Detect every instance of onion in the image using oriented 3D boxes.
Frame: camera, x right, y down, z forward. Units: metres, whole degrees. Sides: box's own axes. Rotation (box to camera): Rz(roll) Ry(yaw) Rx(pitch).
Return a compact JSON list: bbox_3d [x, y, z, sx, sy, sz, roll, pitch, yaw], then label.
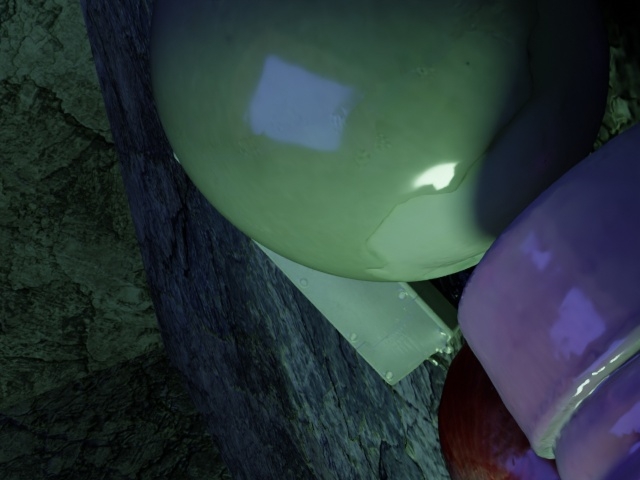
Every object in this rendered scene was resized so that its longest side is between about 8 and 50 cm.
[{"bbox_3d":[0.184,0.170,0.691,0.248,0.161,0.248,12,109,39],"label":"onion"}]

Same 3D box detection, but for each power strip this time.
[{"bbox_3d":[0.000,0.000,0.969,0.367,0.043,0.106,47,125,1],"label":"power strip"}]

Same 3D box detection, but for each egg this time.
[{"bbox_3d":[0.039,-0.109,0.607,0.336,0.278,0.278,41,147,56],"label":"egg"}]

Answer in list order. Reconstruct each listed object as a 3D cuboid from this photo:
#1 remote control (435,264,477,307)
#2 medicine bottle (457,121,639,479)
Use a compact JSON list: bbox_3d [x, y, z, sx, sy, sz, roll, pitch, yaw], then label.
[{"bbox_3d":[0.073,-0.061,0.885,0.399,0.062,0.144,52,169,45],"label":"remote control"},{"bbox_3d":[0.226,0.114,0.411,0.325,0.212,0.212,59,159,27],"label":"medicine bottle"}]
